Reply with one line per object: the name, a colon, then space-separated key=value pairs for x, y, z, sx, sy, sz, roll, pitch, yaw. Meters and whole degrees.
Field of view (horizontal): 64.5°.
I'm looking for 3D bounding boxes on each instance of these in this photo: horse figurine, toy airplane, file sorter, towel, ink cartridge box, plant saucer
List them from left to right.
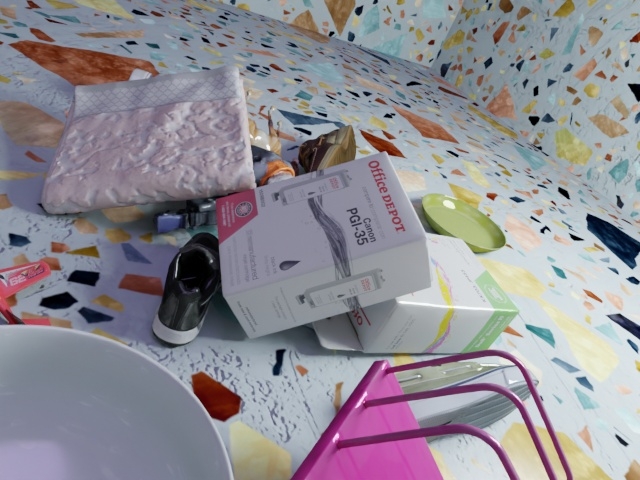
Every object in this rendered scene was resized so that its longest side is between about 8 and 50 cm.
toy airplane: x=-0.390 y=0.075 z=0.620 sx=0.151 sy=0.028 sz=0.151 roll=17 pitch=33 yaw=-11
towel: x=-0.290 y=-0.187 z=0.892 sx=0.332 sy=0.053 sz=0.316 roll=-8 pitch=53 yaw=-4
horse figurine: x=-0.149 y=-0.253 z=1.159 sx=0.263 sy=0.066 sz=0.174 roll=27 pitch=54 yaw=-47
ink cartridge box: x=0.000 y=0.000 z=0.761 sx=0.283 sy=0.117 sz=0.207 roll=-16 pitch=46 yaw=1
ink cartridge box: x=0.142 y=0.080 z=0.878 sx=0.354 sy=0.119 sz=0.207 roll=7 pitch=37 yaw=-32
file sorter: x=0.111 y=0.257 z=0.463 sx=0.291 sy=0.182 sz=0.202 roll=-35 pitch=102 yaw=-55
plant saucer: x=0.365 y=-0.040 z=1.318 sx=0.241 sy=0.037 sz=0.240 roll=18 pitch=31 yaw=-11

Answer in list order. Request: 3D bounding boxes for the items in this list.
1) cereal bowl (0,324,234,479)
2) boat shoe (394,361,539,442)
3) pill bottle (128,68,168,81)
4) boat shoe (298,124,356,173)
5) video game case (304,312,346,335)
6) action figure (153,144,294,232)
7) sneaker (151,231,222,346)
cereal bowl: x=-0.245 y=0.229 z=0.378 sx=0.339 sy=0.141 sz=0.338 roll=18 pitch=31 yaw=-12
boat shoe: x=0.195 y=0.218 z=0.740 sx=0.303 sy=0.109 sz=0.094 roll=-1 pitch=38 yaw=-32
pill bottle: x=-0.331 y=-0.310 z=1.163 sx=0.209 sy=0.119 sz=0.119 roll=17 pitch=32 yaw=-12
boat shoe: x=0.004 y=-0.194 z=1.251 sx=0.123 sy=0.123 sz=0.342 roll=-1 pitch=33 yaw=15
video game case: x=-0.034 y=0.095 z=0.853 sx=0.167 sy=0.015 sz=0.119 roll=22 pitch=30 yaw=-5
action figure: x=-0.188 y=-0.131 z=0.944 sx=0.330 sy=0.178 sz=0.341 roll=28 pitch=26 yaw=25
sneaker: x=-0.178 y=0.041 z=0.746 sx=0.078 sy=0.106 sz=0.234 roll=20 pitch=31 yaw=-10
